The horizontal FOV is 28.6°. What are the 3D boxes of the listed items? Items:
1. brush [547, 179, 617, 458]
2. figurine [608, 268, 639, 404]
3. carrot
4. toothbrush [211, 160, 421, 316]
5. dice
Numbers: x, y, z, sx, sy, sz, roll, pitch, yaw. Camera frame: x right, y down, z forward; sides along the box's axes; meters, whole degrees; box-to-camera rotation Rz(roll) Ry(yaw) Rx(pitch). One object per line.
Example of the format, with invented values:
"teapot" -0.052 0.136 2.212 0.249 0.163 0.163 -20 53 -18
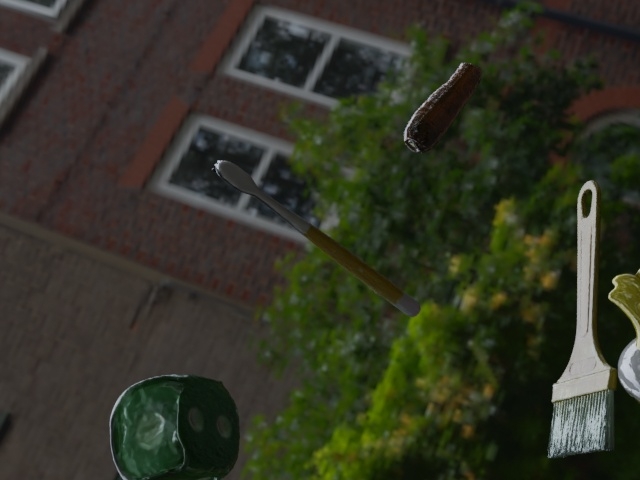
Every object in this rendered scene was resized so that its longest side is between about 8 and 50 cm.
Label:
"brush" 0.192 0.053 0.908 0.083 0.011 0.205 141 137 -67
"figurine" 0.280 0.065 0.817 0.109 0.178 0.129 -119 13 -75
"carrot" 0.192 -0.208 1.947 0.186 0.060 0.060 -51 -26 -23
"toothbrush" 0.000 0.000 1.327 0.021 0.288 0.024 -53 24 1
"dice" -0.186 0.249 1.617 0.120 0.128 0.131 18 -123 -49
